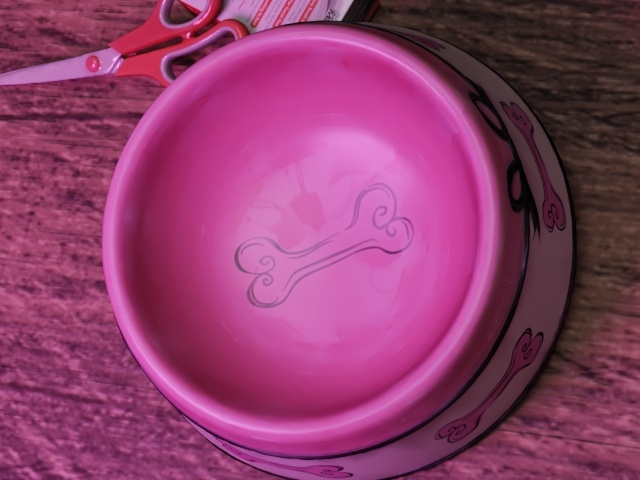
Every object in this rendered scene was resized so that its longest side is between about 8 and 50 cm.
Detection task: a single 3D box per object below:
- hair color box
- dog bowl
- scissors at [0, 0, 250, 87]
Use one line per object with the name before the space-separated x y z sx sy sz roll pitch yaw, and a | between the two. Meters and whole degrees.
hair color box | -0.041 -0.223 1.615 0.167 0.053 0.093 30 87 25
dog bowl | 0.000 0.000 1.455 0.408 0.150 0.407 -2 82 17
scissors | -0.196 -0.160 1.647 0.297 0.021 0.109 -23 85 26
